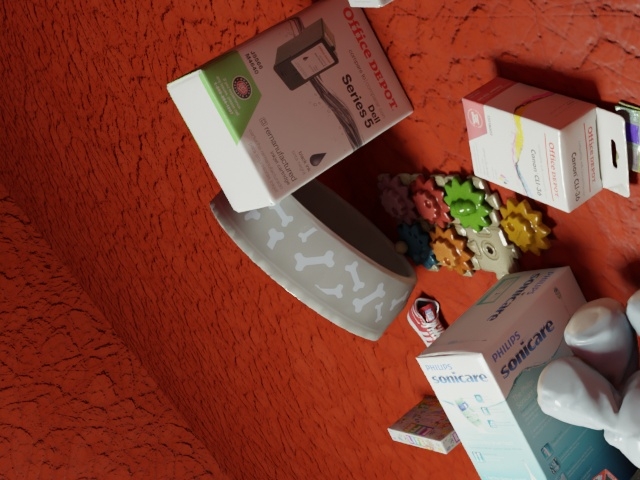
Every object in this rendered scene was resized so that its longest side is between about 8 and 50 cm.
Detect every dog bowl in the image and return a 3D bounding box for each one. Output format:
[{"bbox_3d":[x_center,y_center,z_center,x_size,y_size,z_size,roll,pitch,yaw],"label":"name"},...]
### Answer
[{"bbox_3d":[0.000,0.000,1.578,0.349,0.102,0.349,36,-168,-9],"label":"dog bowl"}]

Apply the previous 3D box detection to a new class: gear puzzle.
[{"bbox_3d":[0.200,-0.012,1.484,0.339,0.044,0.175,6,126,57],"label":"gear puzzle"}]

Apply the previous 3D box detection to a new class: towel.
[{"bbox_3d":[0.353,-0.110,1.159,0.060,0.009,0.083,31,145,41],"label":"towel"}]

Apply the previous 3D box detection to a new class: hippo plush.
[{"bbox_3d":[0.434,0.199,1.228,0.236,0.234,0.294,37,-174,-39],"label":"hippo plush"}]

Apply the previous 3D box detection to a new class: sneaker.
[{"bbox_3d":[0.187,0.142,1.687,0.118,0.042,0.067,46,156,22],"label":"sneaker"}]

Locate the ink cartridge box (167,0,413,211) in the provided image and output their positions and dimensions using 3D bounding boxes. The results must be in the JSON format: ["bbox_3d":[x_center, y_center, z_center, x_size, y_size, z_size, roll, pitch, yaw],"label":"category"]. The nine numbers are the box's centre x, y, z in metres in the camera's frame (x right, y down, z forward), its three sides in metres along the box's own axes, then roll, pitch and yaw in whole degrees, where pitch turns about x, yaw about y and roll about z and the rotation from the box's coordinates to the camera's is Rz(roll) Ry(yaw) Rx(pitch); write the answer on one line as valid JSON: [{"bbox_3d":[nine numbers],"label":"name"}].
[{"bbox_3d":[-0.036,-0.192,1.416,0.115,0.273,0.198,-8,114,58],"label":"ink cartridge box"}]

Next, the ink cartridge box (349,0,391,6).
[{"bbox_3d":[0.063,-0.378,1.226,0.060,0.104,0.180,18,135,52],"label":"ink cartridge box"}]

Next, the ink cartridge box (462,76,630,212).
[{"bbox_3d":[0.264,-0.110,1.231,0.198,0.067,0.115,28,143,48],"label":"ink cartridge box"}]

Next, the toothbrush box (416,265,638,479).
[{"bbox_3d":[0.292,0.215,1.387,0.126,0.216,0.295,-11,112,52],"label":"toothbrush box"}]

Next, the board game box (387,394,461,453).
[{"bbox_3d":[0.200,0.315,1.796,0.154,0.103,0.026,-1,119,59],"label":"board game box"}]

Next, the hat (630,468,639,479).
[{"bbox_3d":[0.423,0.452,1.495,0.134,0.331,0.331,23,173,-35],"label":"hat"}]

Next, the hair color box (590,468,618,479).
[{"bbox_3d":[0.320,0.366,1.275,0.093,0.053,0.167,42,119,-3],"label":"hair color box"}]
